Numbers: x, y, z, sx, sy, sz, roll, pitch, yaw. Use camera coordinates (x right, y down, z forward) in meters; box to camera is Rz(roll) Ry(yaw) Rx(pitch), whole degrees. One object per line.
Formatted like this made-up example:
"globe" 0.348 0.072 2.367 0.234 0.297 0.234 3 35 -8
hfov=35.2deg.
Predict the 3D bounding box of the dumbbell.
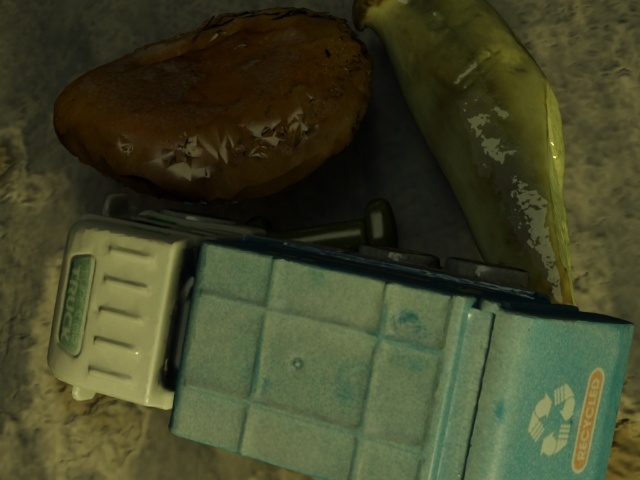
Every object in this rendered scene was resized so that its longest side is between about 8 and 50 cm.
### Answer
"dumbbell" 0.000 0.000 0.770 0.118 0.046 0.052 -7 66 12

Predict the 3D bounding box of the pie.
"pie" -0.086 -0.118 0.805 0.273 0.069 0.273 -6 37 5

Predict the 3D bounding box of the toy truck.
"toy truck" 0.001 0.066 0.642 0.367 0.175 0.146 10 91 23

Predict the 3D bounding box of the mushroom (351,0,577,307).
"mushroom" 0.127 -0.089 0.760 0.107 0.087 0.333 -28 62 6
